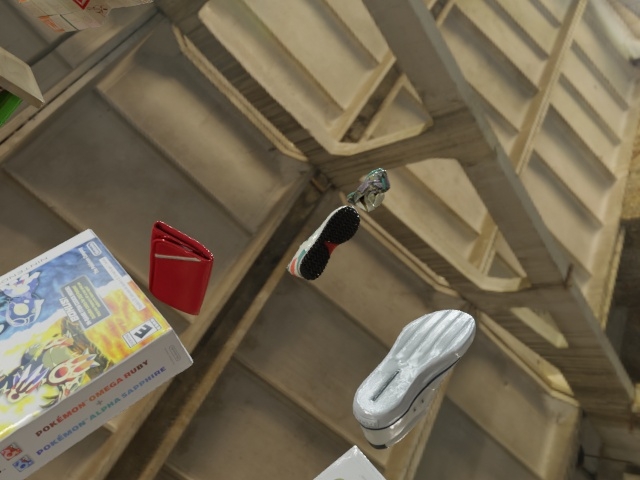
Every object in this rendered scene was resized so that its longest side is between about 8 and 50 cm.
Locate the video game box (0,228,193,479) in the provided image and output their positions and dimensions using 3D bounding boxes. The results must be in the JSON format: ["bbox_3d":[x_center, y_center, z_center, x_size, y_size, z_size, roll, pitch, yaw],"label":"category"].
[{"bbox_3d":[-0.230,0.087,0.454,0.187,0.205,0.048,-36,-50,-20],"label":"video game box"}]

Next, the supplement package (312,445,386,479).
[{"bbox_3d":[0.065,0.600,1.216,0.203,0.194,0.149,-33,-44,-21],"label":"supplement package"}]

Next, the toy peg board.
[{"bbox_3d":[-0.532,-0.259,0.874,0.079,0.161,0.161,-48,-42,7],"label":"toy peg board"}]

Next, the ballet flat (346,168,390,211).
[{"bbox_3d":[0.064,-0.060,0.770,0.041,0.114,0.041,3,-104,-13],"label":"ballet flat"}]

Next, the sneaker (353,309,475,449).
[{"bbox_3d":[0.139,0.197,0.838,0.258,0.094,0.091,-33,-49,-33],"label":"sneaker"}]

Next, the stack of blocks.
[{"bbox_3d":[-0.420,-0.499,1.076,0.087,0.297,0.171,41,-114,-50],"label":"stack of blocks"}]

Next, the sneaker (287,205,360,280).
[{"bbox_3d":[0.000,0.000,0.977,0.057,0.075,0.161,48,-115,-23],"label":"sneaker"}]

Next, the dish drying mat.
[{"bbox_3d":[-0.071,0.018,0.284,0.032,0.083,0.008,28,-120,-3],"label":"dish drying mat"}]
